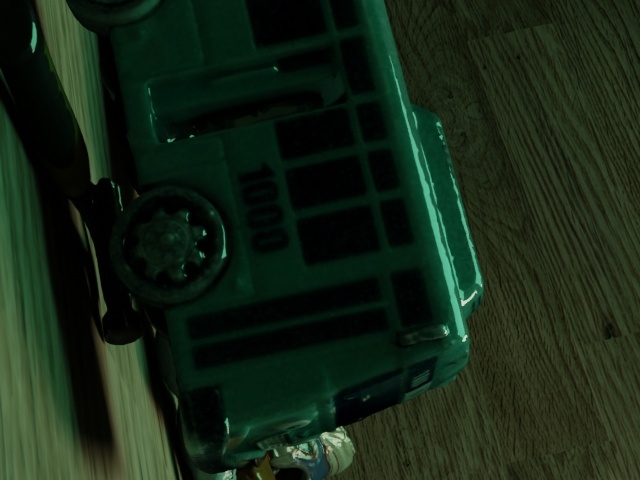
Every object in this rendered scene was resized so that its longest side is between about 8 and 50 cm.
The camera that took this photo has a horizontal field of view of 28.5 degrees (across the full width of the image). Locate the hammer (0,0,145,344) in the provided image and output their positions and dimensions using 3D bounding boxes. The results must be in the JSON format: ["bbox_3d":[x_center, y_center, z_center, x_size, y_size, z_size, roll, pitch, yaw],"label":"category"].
[{"bbox_3d":[-0.105,-0.032,0.527,0.201,0.021,0.078,83,-6,-59],"label":"hammer"}]

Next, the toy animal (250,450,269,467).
[{"bbox_3d":[-0.077,0.108,1.149,0.218,0.116,0.179,4,-101,61],"label":"toy animal"}]

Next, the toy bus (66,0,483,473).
[{"bbox_3d":[-0.022,-0.039,0.551,0.128,0.147,0.256,82,-6,-76],"label":"toy bus"}]

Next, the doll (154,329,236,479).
[{"bbox_3d":[-0.056,0.109,0.799,0.120,0.075,0.179,-117,-166,-56],"label":"doll"}]

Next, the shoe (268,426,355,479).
[{"bbox_3d":[-0.062,0.207,1.388,0.099,0.125,0.227,1,-45,53],"label":"shoe"}]

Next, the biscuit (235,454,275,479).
[{"bbox_3d":[-0.050,0.290,1.214,0.278,0.043,0.301,80,-3,-49],"label":"biscuit"}]
